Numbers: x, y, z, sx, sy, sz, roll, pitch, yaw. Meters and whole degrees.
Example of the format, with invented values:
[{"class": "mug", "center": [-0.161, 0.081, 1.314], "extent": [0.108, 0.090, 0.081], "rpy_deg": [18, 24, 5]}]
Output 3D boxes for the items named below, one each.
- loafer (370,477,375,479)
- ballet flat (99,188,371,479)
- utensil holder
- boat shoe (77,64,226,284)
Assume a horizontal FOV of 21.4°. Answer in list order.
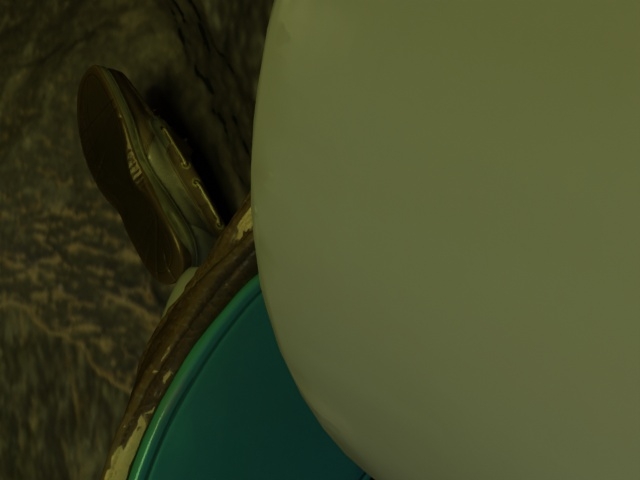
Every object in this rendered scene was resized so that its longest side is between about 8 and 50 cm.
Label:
[{"class": "loafer", "center": [0.027, 0.166, 0.780], "extent": [0.078, 0.080, 0.220], "rpy_deg": [11, 98, 13]}, {"class": "ballet flat", "center": [0.000, 0.000, 0.725], "extent": [0.342, 0.116, 0.124], "rpy_deg": [-61, 28, -2]}, {"class": "utensil holder", "center": [0.213, 0.009, 0.392], "extent": [0.385, 0.328, 0.327], "rpy_deg": [26, 109, 45]}, {"class": "boat shoe", "center": [-0.090, -0.037, 0.913], "extent": [0.050, 0.045, 0.135], "rpy_deg": [-47, 61, 45]}]
